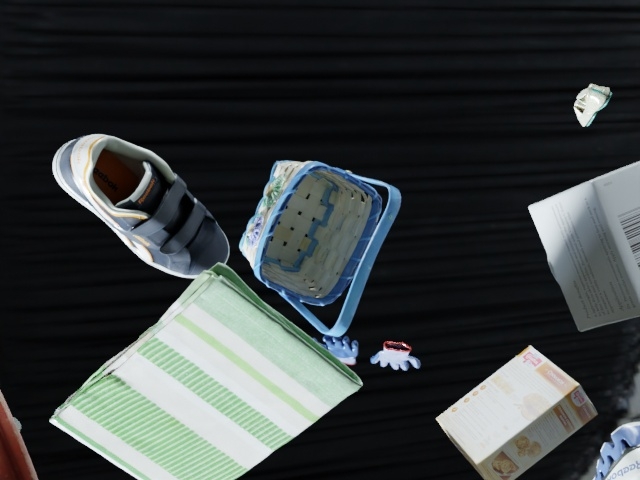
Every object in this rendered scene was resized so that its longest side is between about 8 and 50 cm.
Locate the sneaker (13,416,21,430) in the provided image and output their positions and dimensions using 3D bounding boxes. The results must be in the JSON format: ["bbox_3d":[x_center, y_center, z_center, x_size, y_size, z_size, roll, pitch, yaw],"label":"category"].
[{"bbox_3d":[-0.373,0.183,0.931,0.061,0.152,0.053,-62,28,6],"label":"sneaker"}]

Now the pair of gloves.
[{"bbox_3d":[0.083,0.201,1.731,0.159,0.198,0.023,78,-159,-67],"label":"pair of gloves"}]

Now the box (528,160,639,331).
[{"bbox_3d":[0.399,0.000,1.257,0.119,0.182,0.181,-26,85,55],"label":"box"}]

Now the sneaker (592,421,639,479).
[{"bbox_3d":[0.506,0.477,1.582,0.182,0.127,0.315,-114,39,-69],"label":"sneaker"}]

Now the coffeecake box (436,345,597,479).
[{"bbox_3d":[0.285,0.258,1.407,0.068,0.185,0.142,55,176,-24],"label":"coffeecake box"}]

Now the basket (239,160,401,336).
[{"bbox_3d":[0.000,0.000,1.589,0.289,0.201,0.255,27,94,50],"label":"basket"}]

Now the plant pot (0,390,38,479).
[{"bbox_3d":[-0.338,0.195,0.596,0.272,0.265,0.272,32,132,44],"label":"plant pot"}]

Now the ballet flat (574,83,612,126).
[{"bbox_3d":[0.526,-0.271,1.880,0.168,0.052,0.057,85,-150,-79],"label":"ballet flat"}]

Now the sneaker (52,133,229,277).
[{"bbox_3d":[-0.256,-0.045,1.473,0.127,0.321,0.126,-7,53,55],"label":"sneaker"}]

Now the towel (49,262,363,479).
[{"bbox_3d":[-0.149,0.197,1.206,0.325,0.248,0.038,-40,22,21],"label":"towel"}]
